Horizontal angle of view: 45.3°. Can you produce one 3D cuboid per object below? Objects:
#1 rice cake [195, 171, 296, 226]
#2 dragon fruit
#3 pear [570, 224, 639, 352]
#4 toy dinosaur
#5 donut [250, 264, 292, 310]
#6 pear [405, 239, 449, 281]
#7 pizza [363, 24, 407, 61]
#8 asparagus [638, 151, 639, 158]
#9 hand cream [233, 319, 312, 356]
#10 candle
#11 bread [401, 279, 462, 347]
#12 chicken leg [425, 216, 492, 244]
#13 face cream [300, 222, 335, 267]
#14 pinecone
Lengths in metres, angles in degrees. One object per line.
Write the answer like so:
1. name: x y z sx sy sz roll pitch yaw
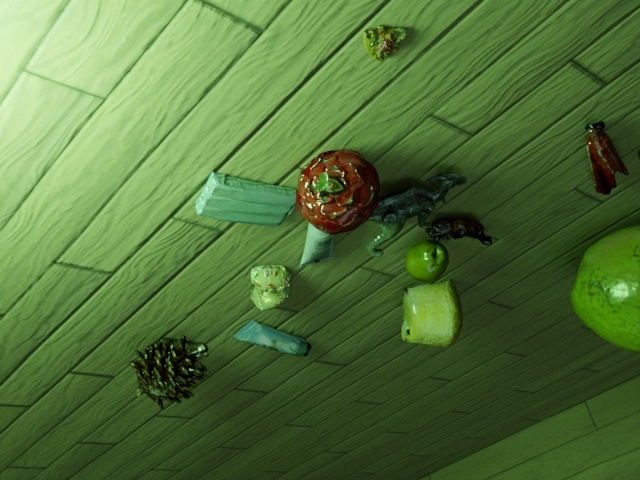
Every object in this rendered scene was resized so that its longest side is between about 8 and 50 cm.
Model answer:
1. rice cake: -0.149 -0.081 1.605 0.211 0.038 0.124 5 143 -30
2. dragon fruit: 0.033 -0.099 1.533 0.172 0.172 0.209 -8 178 -12
3. pear: 0.878 0.132 2.105 0.391 0.391 0.391 -11 149 -7
4. toy dinosaur: 0.192 -0.071 1.739 0.294 0.077 0.162 -30 144 -2
5. donut: -0.120 0.119 1.914 0.108 0.065 0.166 -10 149 -10
6. pear: 0.270 0.051 1.942 0.107 0.107 0.131 -7 160 -13
7. pizza: 0.114 -0.340 1.309 0.078 0.025 0.083 -23 148 17
8. asparagus: 0.876 -0.233 1.814 0.249 0.025 0.024 -15 107 1
9. hand cream: -0.129 0.285 2.206 0.256 0.055 0.088 26 127 -39
10. candle: 0.643 -0.189 1.752 0.084 0.059 0.302 -34 145 13
11. bread: 0.315 0.206 2.149 0.171 0.197 0.197 1 148 -2
12. chicken leg: 0.349 -0.026 1.899 0.219 0.048 0.089 2 148 -26
13. face cream: 0.000 0.000 1.790 0.092 0.058 0.243 -15 155 -11
14. pinecone: -0.398 0.349 2.068 0.212 0.168 0.185 -16 147 2
